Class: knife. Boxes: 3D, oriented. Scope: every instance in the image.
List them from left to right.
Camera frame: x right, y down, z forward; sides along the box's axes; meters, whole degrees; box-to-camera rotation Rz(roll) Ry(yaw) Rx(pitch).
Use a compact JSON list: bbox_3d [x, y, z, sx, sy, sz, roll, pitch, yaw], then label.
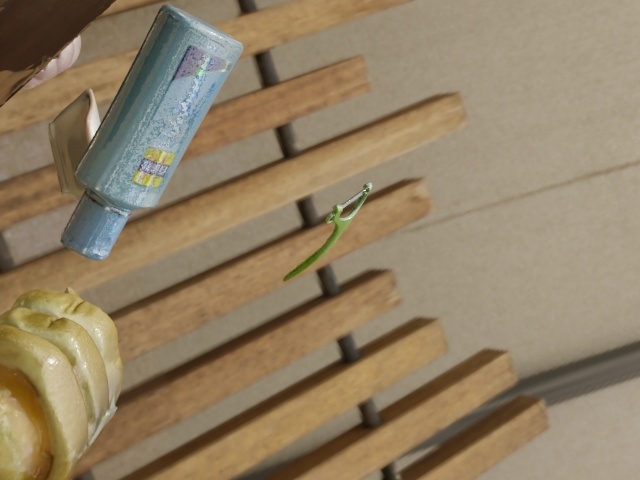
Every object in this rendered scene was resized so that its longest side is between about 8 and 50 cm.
[{"bbox_3d":[0.002,0.002,1.192,0.022,0.078,0.166,49,-46,12],"label":"knife"}]

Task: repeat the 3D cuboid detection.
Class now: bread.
[{"bbox_3d":[-0.430,0.251,1.648,0.210,0.341,0.300,18,-78,2],"label":"bread"}]

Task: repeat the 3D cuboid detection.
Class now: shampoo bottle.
[{"bbox_3d":[-0.174,-0.099,1.057,0.061,0.104,0.258,38,-78,33],"label":"shampoo bottle"}]

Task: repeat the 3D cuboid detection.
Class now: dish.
[{"bbox_3d":[-0.315,-0.112,1.406,0.234,0.064,0.154,177,-99,-75],"label":"dish"}]

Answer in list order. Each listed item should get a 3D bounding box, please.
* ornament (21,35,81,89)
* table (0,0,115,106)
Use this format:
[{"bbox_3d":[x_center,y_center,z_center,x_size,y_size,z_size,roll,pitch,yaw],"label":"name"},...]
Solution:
[{"bbox_3d":[-0.534,-0.367,1.962,0.177,0.177,0.177,32,-46,40],"label":"ornament"},{"bbox_3d":[-0.308,-0.218,0.851,0.169,0.172,0.193,-38,-91,15],"label":"table"}]
